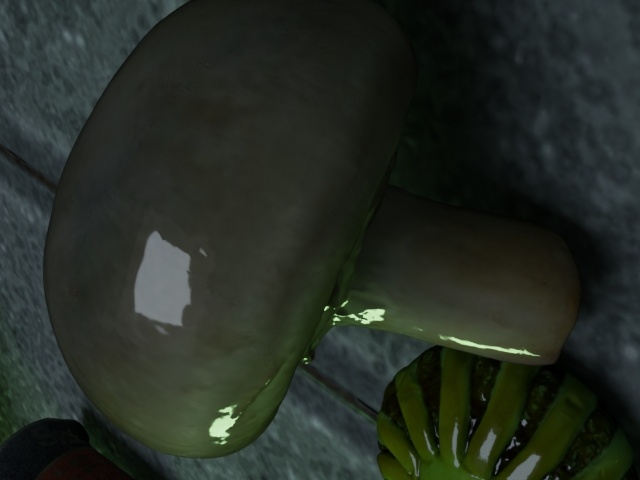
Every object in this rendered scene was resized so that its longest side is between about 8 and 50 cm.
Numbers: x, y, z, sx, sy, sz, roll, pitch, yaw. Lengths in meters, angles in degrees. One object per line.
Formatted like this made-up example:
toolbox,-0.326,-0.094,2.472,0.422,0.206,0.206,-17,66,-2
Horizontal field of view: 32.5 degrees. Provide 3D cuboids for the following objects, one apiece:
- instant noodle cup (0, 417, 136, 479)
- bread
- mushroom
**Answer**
instant noodle cup,-0.178,0.218,0.834,0.135,0.127,0.127,22,128,27
bread,0.084,0.113,0.510,0.130,0.071,0.139,-4,109,44
mushroom,0.000,0.000,0.462,0.215,0.207,0.207,17,133,-1
